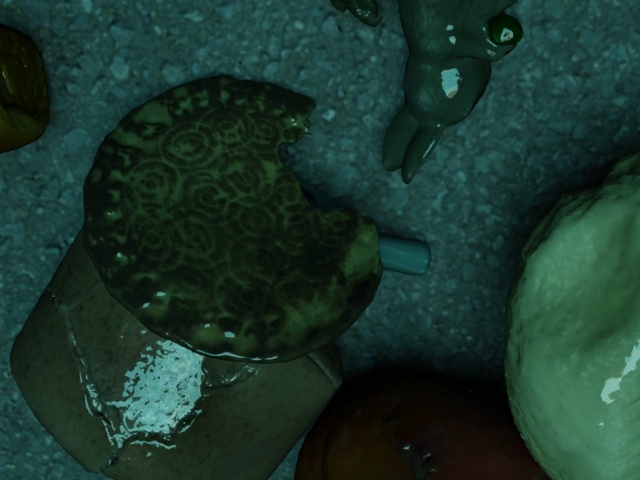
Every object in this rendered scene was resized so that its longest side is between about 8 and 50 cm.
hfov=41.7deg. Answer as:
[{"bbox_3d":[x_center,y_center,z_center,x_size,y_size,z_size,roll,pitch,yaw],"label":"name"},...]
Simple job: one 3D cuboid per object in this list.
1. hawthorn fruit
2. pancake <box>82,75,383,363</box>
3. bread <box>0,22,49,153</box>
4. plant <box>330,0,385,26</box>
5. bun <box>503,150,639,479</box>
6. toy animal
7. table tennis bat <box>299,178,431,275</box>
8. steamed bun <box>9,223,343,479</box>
[{"bbox_3d":[0.136,0.268,0.827,0.308,0.276,0.276,7,108,-20],"label":"hawthorn fruit"},{"bbox_3d":[-0.072,-0.029,0.758,0.288,0.286,0.033,26,148,7],"label":"pancake"},{"bbox_3d":[-0.411,-0.131,0.762,0.294,0.167,0.132,-5,107,3],"label":"bread"},{"bbox_3d":[0.000,-0.267,0.757,0.174,0.087,0.085,41,134,-5],"label":"plant"},{"bbox_3d":[0.317,0.078,0.762,0.349,0.227,0.352,-39,118,-3],"label":"bun"},{"bbox_3d":[0.118,-0.176,0.777,0.108,0.138,0.236,-19,138,-34],"label":"toy animal"},{"bbox_3d":[0.000,0.000,0.816,0.237,0.149,0.038,11,138,-20],"label":"table tennis bat"},{"bbox_3d":[-0.142,0.121,0.812,0.301,0.199,0.251,36,105,-7],"label":"steamed bun"}]
